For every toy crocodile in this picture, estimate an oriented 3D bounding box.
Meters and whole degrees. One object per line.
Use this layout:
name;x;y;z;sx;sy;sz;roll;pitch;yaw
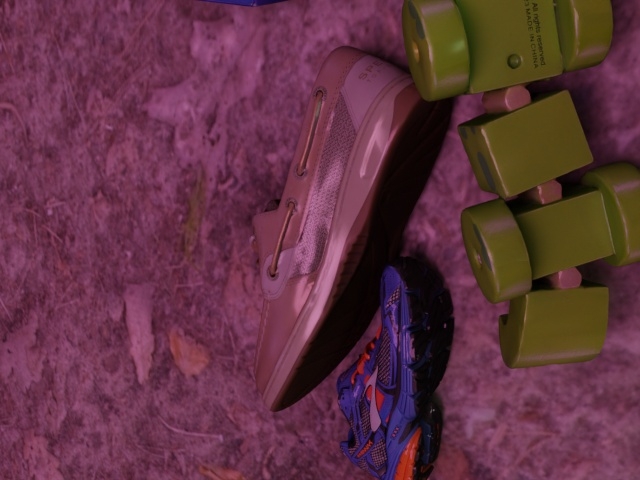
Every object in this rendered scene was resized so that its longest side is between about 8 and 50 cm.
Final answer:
toy crocodile;0.128;-0.072;0.516;0.115;0.105;0.340;-18;101;-3

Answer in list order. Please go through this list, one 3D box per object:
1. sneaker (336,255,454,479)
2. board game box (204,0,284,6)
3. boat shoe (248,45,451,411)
sneaker;0.052;0.114;0.652;0.087;0.083;0.221;13;116;24
board game box;-0.173;-0.317;0.608;0.347;0.078;0.233;15;118;27
boat shoe;0.000;0.000;0.626;0.098;0.109;0.302;33;120;24
